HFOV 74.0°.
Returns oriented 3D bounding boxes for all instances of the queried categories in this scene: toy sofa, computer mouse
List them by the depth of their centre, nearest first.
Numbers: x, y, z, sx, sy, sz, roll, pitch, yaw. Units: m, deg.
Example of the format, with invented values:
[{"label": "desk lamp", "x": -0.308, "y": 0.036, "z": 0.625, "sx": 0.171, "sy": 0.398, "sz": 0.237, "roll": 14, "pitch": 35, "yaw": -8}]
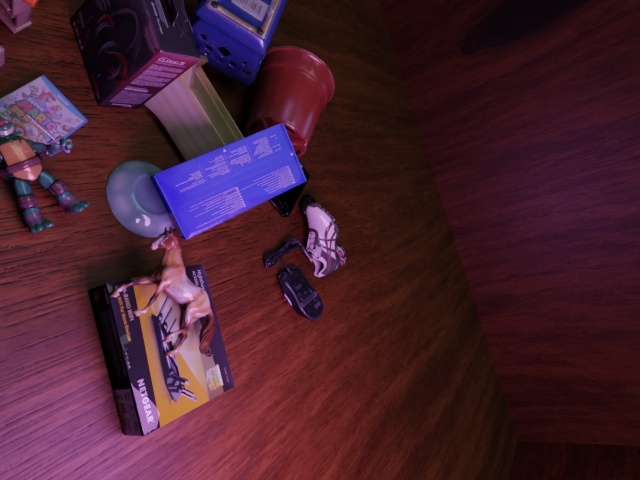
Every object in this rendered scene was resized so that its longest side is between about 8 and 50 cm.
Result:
[{"label": "toy sofa", "x": -0.307, "y": -0.303, "z": 1.166, "sx": 0.363, "sy": 0.177, "sz": 0.150, "roll": 59, "pitch": 13, "yaw": -19}, {"label": "computer mouse", "x": -0.070, "y": 0.123, "z": 1.364, "sx": 0.262, "sy": 0.060, "sz": 0.184, "roll": 53, "pitch": 43, "yaw": -7}]

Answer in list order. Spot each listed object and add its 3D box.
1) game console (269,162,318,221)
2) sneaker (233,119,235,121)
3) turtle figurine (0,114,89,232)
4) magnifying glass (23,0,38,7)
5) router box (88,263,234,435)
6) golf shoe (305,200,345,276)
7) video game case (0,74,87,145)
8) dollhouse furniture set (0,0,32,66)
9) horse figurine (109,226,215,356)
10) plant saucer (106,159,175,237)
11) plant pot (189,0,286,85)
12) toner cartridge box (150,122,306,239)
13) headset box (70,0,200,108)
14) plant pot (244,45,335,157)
[{"label": "game console", "x": -0.056, "y": -0.119, "z": 1.494, "sx": 0.361, "sy": 0.044, "sz": 0.213, "roll": 51, "pitch": 42, "yaw": -27}, {"label": "sneaker", "x": -0.297, "y": -0.364, "z": 1.269, "sx": 0.161, "sy": 0.057, "sz": 0.075, "roll": 60, "pitch": 21, "yaw": -15}, {"label": "turtle figurine", "x": -0.542, "y": -0.141, "z": 0.777, "sx": 0.175, "sy": 0.118, "sz": 0.234, "roll": -32, "pitch": 120, "yaw": -24}, {"label": "magnifying glass", "x": -0.588, "y": -0.474, "z": 0.693, "sx": 0.231, "sy": 0.026, "sz": 0.092, "roll": 29, "pitch": 74, "yaw": -32}, {"label": "router box", "x": -0.338, "y": 0.224, "z": 0.936, "sx": 0.243, "sy": 0.081, "sz": 0.309, "roll": -13, "pitch": 87, "yaw": -55}, {"label": "golf shoe", "x": 0.000, "y": 0.000, "z": 1.432, "sx": 0.120, "sy": 0.105, "sz": 0.273, "roll": -36, "pitch": 120, "yaw": -27}, {"label": "video game case", "x": -0.577, "y": -0.250, "z": 0.865, "sx": 0.119, "sy": 0.015, "sz": 0.166, "roll": 51, "pitch": 40, "yaw": -27}, {"label": "dollhouse furniture set", "x": -0.658, "y": -0.407, "z": 0.757, "sx": 0.242, "sy": 0.161, "sz": 0.212, "roll": -50, "pitch": 118, "yaw": -25}, {"label": "horse figurine", "x": -0.303, "y": 0.126, "z": 0.897, "sx": 0.263, "sy": 0.066, "sz": 0.174, "roll": 54, "pitch": 45, "yaw": -20}, {"label": "plant saucer", "x": -0.407, "y": -0.106, "z": 1.017, "sx": 0.195, "sy": 0.037, "sz": 0.195, "roll": 27, "pitch": 55, "yaw": -46}, {"label": "plant pot", "x": -0.237, "y": -0.630, "z": 1.211, "sx": 0.236, "sy": 0.212, "sz": 0.236, "roll": 24, "pitch": 76, "yaw": -23}, {"label": "toner cartridge box", "x": -0.219, "y": -0.152, "z": 1.058, "sx": 0.347, "sy": 0.075, "sz": 0.165, "roll": -29, "pitch": 108, "yaw": -24}, {"label": "headset box", "x": -0.406, "y": -0.456, "z": 0.942, "sx": 0.110, "sy": 0.293, "sz": 0.218, "roll": -20, "pitch": 93, "yaw": -55}, {"label": "plant pot", "x": -0.112, "y": -0.426, "z": 1.376, "sx": 0.272, "sy": 0.272, "sz": 0.265, "roll": 37, "pitch": 57, "yaw": -40}]
